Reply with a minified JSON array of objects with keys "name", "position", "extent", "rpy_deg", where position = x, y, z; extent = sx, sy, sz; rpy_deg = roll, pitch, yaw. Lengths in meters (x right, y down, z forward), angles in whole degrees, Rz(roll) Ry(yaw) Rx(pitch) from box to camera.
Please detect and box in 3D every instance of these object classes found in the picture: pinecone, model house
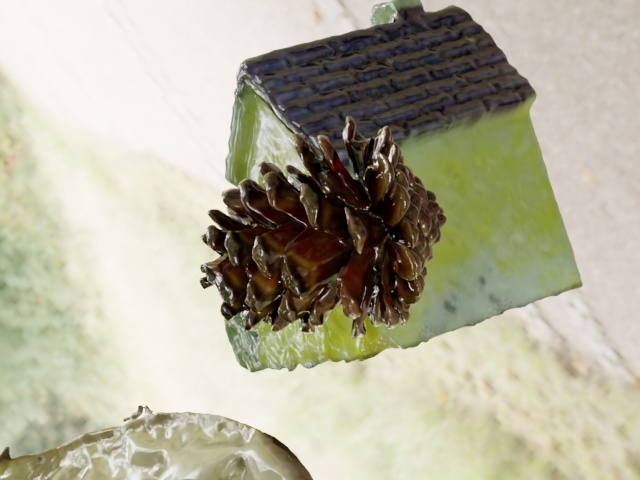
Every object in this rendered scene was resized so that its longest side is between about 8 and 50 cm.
[{"name":"pinecone","position":[0.002,0.003,0.731],"extent":[0.102,0.109,0.102],"rpy_deg":[56,-168,-18]},{"name":"model house","position":[0.026,-0.039,1.021],"extent":[0.170,0.194,0.211],"rpy_deg":[-9,97,57]}]

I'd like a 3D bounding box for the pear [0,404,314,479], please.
[{"name":"pear","position":[-0.083,0.231,0.833],"extent":[0.267,0.267,0.178],"rpy_deg":[29,160,42]}]
